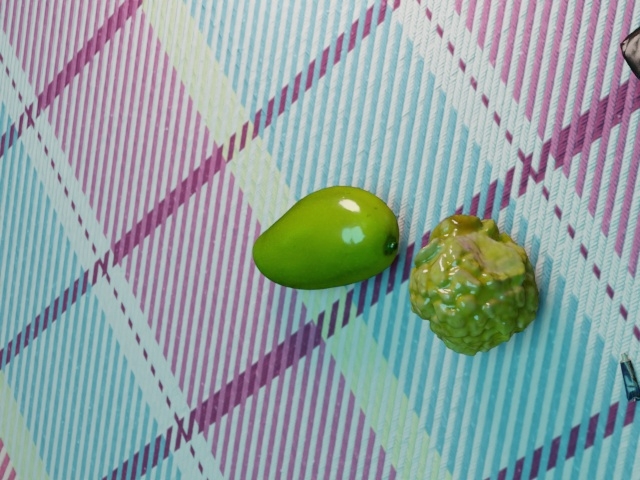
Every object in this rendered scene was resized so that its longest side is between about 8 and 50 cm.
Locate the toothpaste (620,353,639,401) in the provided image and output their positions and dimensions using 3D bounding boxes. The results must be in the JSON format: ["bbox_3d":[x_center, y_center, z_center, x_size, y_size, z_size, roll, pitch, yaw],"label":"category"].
[{"bbox_3d":[0.527,0.233,1.779,0.027,0.019,0.083,-14,84,9],"label":"toothpaste"}]

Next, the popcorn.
[{"bbox_3d":[0.265,0.083,1.844,0.259,0.259,0.212,42,127,26],"label":"popcorn"}]

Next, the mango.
[{"bbox_3d":[0.000,0.000,2.042,0.343,0.156,0.192,-14,83,34],"label":"mango"}]

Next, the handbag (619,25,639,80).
[{"bbox_3d":[0.603,-0.312,1.630,0.215,0.169,0.155,-37,55,30],"label":"handbag"}]
